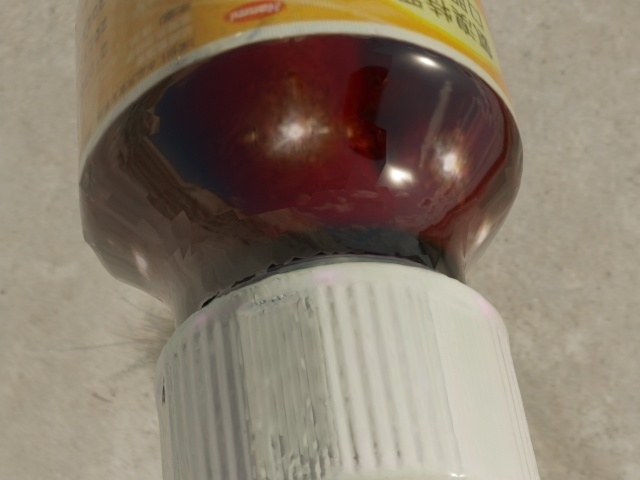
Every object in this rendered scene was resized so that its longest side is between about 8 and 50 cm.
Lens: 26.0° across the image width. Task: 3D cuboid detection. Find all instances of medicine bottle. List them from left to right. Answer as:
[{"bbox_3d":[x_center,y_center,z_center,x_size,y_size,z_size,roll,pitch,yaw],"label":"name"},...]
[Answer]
[{"bbox_3d":[0.000,0.000,0.712,0.242,0.242,0.395,7,51,-27],"label":"medicine bottle"}]
